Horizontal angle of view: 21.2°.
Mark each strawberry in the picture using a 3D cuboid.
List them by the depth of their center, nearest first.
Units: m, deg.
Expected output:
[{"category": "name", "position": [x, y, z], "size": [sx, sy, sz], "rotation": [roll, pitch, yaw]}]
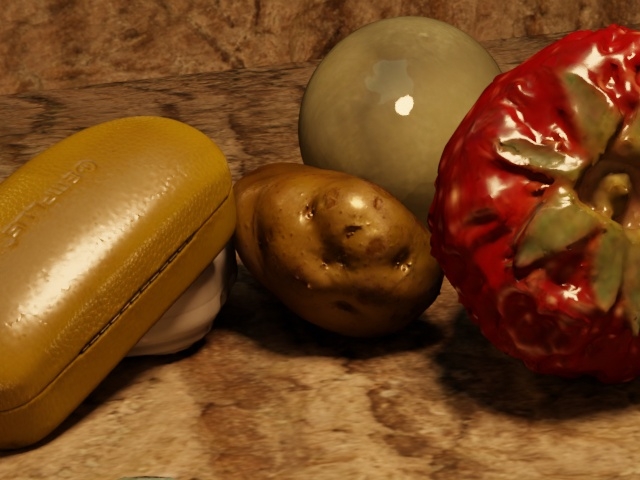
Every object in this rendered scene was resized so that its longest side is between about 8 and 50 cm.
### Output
[{"category": "strawberry", "position": [0.219, -0.034, 1.589], "size": [0.295, 0.317, 0.345], "rotation": [3, 0, -21]}]

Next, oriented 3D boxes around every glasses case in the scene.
[{"category": "glasses case", "position": [-0.235, 0.017, 1.576], "size": [0.173, 0.141, 0.371], "rotation": [17, 47, 29]}]

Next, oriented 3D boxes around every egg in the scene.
[{"category": "egg", "position": [0.103, -0.138, 2.044], "size": [0.259, 0.258, 0.352], "rotation": [0, 22, 13]}]

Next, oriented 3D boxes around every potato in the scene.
[{"category": "potato", "position": [0.000, 0.000, 1.761], "size": [0.196, 0.176, 0.369], "rotation": [-12, 13, -14]}]

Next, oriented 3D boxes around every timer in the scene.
[{"category": "timer", "position": [-0.212, 0.054, 1.765], "size": [0.237, 0.087, 0.262], "rotation": [-2, 17, 8]}]

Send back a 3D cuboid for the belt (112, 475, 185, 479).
[{"category": "belt", "position": [-0.137, 0.228, 1.162], "size": [0.163, 0.082, 0.147], "rotation": [3, 28, 12]}]
